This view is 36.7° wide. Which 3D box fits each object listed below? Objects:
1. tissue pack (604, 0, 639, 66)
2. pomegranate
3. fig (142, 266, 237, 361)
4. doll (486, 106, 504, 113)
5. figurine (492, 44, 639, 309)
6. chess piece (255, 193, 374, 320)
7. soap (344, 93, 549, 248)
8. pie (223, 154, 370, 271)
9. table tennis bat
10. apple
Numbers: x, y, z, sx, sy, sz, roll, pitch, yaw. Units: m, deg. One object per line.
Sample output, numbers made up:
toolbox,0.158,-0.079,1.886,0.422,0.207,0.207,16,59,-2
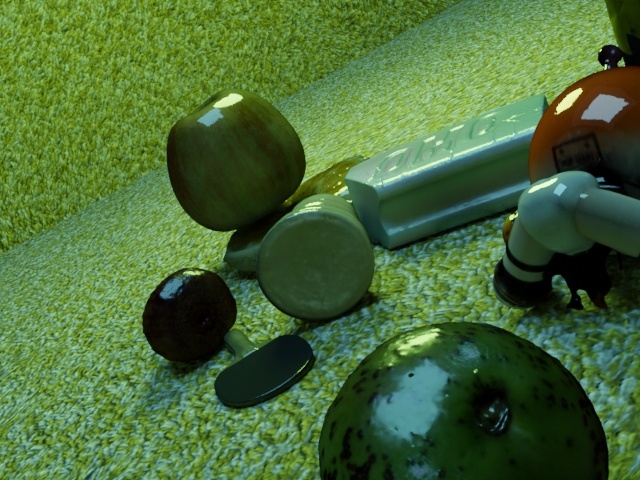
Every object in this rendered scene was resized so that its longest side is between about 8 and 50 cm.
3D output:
tissue pack,0.576,-0.458,1.558,0.264,0.417,0.253,-17,21,22
pomegranate,0.101,0.176,0.737,0.214,0.214,0.248,-31,-20,-18
fig,-0.218,0.114,1.483,0.146,0.134,0.201,-23,5,-26
doll,0.385,-0.204,1.633,0.291,0.086,0.117,-15,-21,38
figurine,0.334,-0.078,1.109,0.320,0.196,0.323,-19,26,42
chess piece,0.000,0.000,1.464,0.167,0.167,0.300,-23,12,9
soap,0.207,-0.104,1.529,0.346,0.115,0.208,-19,17,22
pie,-0.026,-0.043,1.765,0.339,0.077,0.339,-29,19,11
table tennis bat,-0.091,0.163,1.312,0.138,0.022,0.246,-30,18,-13
apple,-0.162,-0.148,1.773,0.256,0.234,0.257,-35,13,10
